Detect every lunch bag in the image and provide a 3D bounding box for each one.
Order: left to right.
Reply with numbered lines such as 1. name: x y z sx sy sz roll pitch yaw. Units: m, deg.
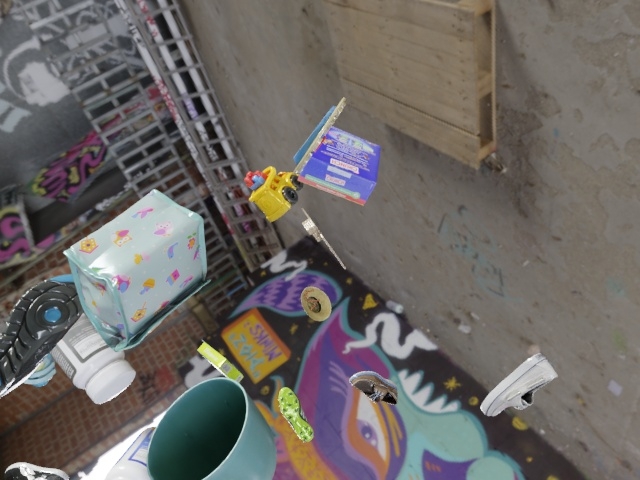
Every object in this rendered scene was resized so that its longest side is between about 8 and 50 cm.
1. lunch bag: -0.332 0.077 0.974 0.160 0.223 0.262 28 139 19

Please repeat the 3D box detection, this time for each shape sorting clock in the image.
1. shape sorting clock: -0.001 -0.237 1.166 0.040 0.206 0.206 38 167 -9

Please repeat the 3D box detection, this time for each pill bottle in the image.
1. pill bottle: -0.693 0.335 1.515 0.283 0.161 0.161 43 162 16
2. pill bottle: -0.516 0.670 1.452 0.152 0.152 0.272 57 -166 -7

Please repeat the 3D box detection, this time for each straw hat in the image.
1. straw hat: -0.032 0.256 1.996 0.061 0.144 0.144 -36 89 46

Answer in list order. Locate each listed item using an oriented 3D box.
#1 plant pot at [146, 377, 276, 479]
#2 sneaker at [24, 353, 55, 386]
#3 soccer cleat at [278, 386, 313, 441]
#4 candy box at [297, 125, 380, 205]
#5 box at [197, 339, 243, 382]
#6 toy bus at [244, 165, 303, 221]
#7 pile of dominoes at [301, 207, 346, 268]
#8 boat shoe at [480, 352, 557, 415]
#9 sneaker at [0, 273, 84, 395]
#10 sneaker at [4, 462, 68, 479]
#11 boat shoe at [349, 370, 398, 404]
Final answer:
1. plant pot: -0.249 0.540 1.299 0.293 0.293 0.235 34 161 54
2. sneaker: -0.991 0.418 1.740 0.319 0.127 0.208 -162 69 -82
3. soccer cleat: -0.077 0.502 1.474 0.179 0.060 0.072 64 165 -8
4. candy box: 0.082 -0.300 1.951 0.268 0.317 0.122 22 125 -5
5. box: -0.344 0.410 1.721 0.178 0.042 0.109 19 150 49
6. toy bus: -0.198 -0.219 2.044 0.211 0.220 0.149 40 131 -19
7. pile of dominoes: 0.000 0.000 2.029 0.196 0.040 0.251 55 180 43
8. boat shoe: 0.564 0.434 1.445 0.267 0.096 0.088 -56 49 28
9. sneaker: -0.670 0.217 1.175 0.125 0.341 0.140 38 147 -1
10. sneaker: -0.892 0.750 1.537 0.121 0.216 0.079 -70 -26 -58
11. boat shoe: 0.163 0.432 1.476 0.183 0.066 0.066 24 -150 -32
